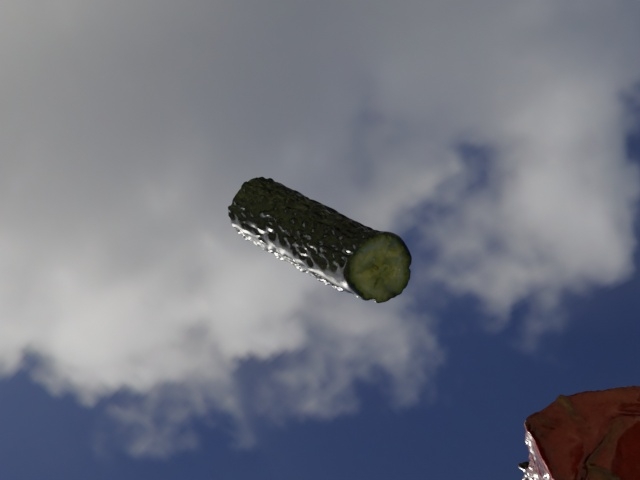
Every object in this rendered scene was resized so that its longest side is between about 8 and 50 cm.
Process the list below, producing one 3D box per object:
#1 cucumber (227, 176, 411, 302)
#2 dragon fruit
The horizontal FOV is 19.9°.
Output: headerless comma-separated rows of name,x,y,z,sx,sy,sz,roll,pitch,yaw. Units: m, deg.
cucumber,0.001,0.000,1.331,0.058,0.058,0.187,-48,-147,-10
dragon fruit,0.159,0.133,0.837,0.106,0.162,0.083,-22,-139,-8
